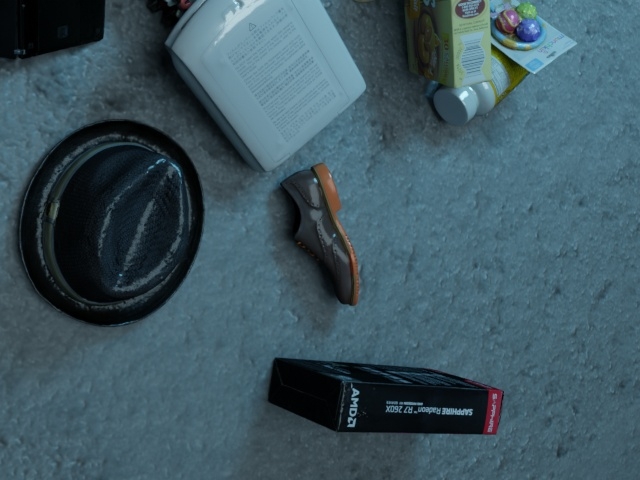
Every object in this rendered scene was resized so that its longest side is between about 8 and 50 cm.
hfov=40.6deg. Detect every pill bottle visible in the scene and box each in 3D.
[{"bbox_3d":[0.325,-0.323,1.736,0.208,0.118,0.117,-43,115,-23],"label":"pill bottle"}]

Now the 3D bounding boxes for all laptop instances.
[{"bbox_3d":[-0.445,-0.394,1.235,0.264,0.137,0.234,-34,143,-50],"label":"laptop"}]

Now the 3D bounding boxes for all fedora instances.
[{"bbox_3d":[-0.293,-0.024,1.337,0.334,0.153,0.333,-3,96,-33],"label":"fedora"}]

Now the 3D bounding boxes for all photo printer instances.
[{"bbox_3d":[-0.089,-0.292,1.402,0.256,0.107,0.307,-42,134,-4],"label":"photo printer"}]

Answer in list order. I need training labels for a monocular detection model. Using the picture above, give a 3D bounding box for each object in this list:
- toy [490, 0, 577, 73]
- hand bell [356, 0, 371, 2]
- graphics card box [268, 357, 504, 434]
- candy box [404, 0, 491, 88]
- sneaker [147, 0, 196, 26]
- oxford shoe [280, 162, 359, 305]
[{"bbox_3d":[0.378,-0.439,1.707,0.137,0.237,0.056,-36,152,-23],"label":"toy"},{"bbox_3d":[0.140,-0.504,1.528,0.126,0.242,0.126,-3,95,-32],"label":"hand bell"},{"bbox_3d":[0.121,0.284,1.582,0.371,0.233,0.094,11,88,-34],"label":"graphics card box"},{"bbox_3d":[0.226,-0.453,1.579,0.088,0.183,0.316,-15,116,-19],"label":"candy box"},{"bbox_3d":[-0.240,-0.449,1.371,0.135,0.098,0.276,-43,113,-20],"label":"sneaker"},{"bbox_3d":[0.000,0.000,1.580,0.099,0.097,0.271,-19,100,-10],"label":"oxford shoe"}]
